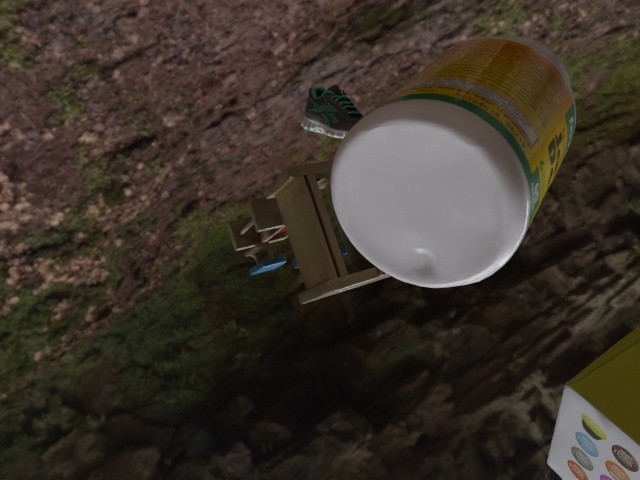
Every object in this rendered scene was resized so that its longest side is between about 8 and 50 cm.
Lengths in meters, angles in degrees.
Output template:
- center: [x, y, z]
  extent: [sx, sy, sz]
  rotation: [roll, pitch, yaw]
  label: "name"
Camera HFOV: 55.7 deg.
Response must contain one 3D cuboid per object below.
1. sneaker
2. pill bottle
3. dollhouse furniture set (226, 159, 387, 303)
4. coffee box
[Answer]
- center: [0.027, -0.201, 0.939]
  extent: [0.065, 0.076, 0.167]
  rotation: [-13, -155, -38]
  label: "sneaker"
- center: [0.104, -0.069, 0.410]
  extent: [0.118, 0.117, 0.208]
  rotation: [-12, -158, 38]
  label: "pill bottle"
- center: [0.000, 0.000, 0.684]
  extent: [0.129, 0.129, 0.184]
  rotation: [-14, 171, -31]
  label: "dollhouse furniture set"
- center: [0.667, 0.359, 1.089]
  extent: [0.338, 0.334, 0.337]
  rotation: [-31, -132, -17]
  label: "coffee box"
